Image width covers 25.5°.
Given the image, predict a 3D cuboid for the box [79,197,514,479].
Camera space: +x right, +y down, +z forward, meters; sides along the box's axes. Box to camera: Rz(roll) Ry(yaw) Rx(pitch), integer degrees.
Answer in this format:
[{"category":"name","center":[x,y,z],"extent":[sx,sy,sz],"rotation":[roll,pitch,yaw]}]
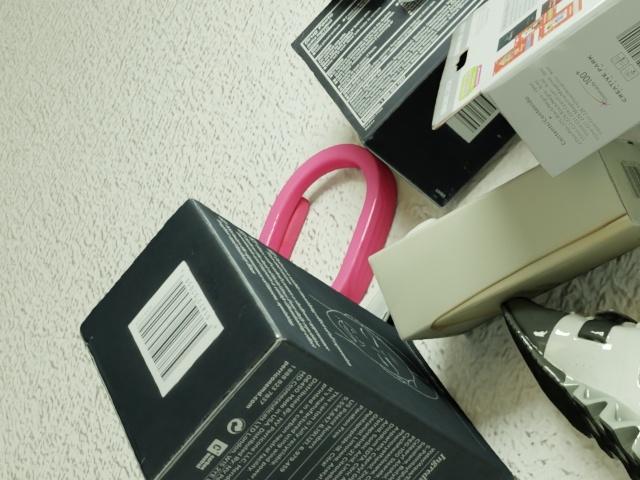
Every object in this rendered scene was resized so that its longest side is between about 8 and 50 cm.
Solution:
[{"category":"box","center":[-0.028,0.182,1.577],"extent":[0.212,0.395,0.293],"rotation":[-49,37,9]}]

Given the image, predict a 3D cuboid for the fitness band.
[{"category":"fitness band","center":[0.000,0.000,1.966],"extent":[0.209,0.054,0.291],"rotation":[0,64,47]}]

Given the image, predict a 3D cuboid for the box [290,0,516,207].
[{"category":"box","center":[0.158,-0.258,1.878],"extent":[0.296,0.183,0.294],"rotation":[-45,38,11]}]

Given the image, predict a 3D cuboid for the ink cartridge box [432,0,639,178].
[{"category":"ink cartridge box","center":[0.273,-0.213,1.538],"extent":[0.272,0.130,0.309],"rotation":[-34,17,26]}]

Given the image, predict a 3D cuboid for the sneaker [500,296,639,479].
[{"category":"sneaker","center":[0.316,0.135,1.490],"extent":[0.146,0.122,0.330],"rotation":[-37,36,-5]}]

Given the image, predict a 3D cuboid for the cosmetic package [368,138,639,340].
[{"category":"cosmetic package","center":[0.229,0.001,1.607],"extent":[0.309,0.160,0.113],"rotation":[-31,74,31]}]

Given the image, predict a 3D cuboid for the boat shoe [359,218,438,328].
[{"category":"boat shoe","center":[0.110,0.059,1.798],"extent":[0.184,0.066,0.063],"rotation":[-51,51,2]}]
